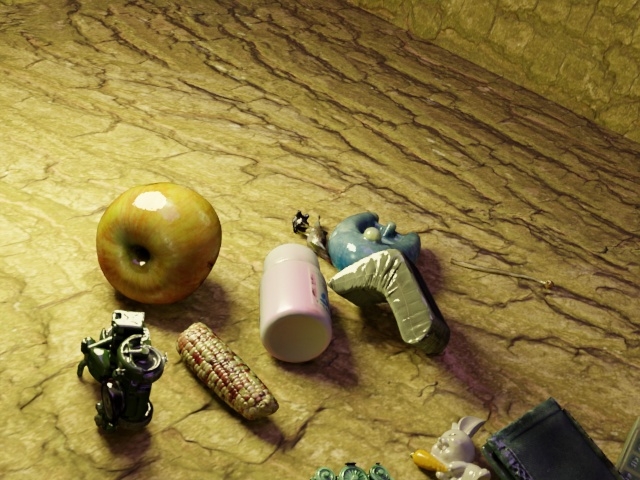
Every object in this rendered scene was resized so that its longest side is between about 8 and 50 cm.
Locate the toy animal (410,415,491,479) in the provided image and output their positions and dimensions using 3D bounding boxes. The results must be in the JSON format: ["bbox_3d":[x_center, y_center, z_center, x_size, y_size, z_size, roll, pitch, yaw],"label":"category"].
[{"bbox_3d":[0.257,0.409,1.662,0.127,0.131,0.181,34,28,-36],"label":"toy animal"}]

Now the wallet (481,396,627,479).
[{"bbox_3d":[0.470,0.468,1.608,0.237,0.075,0.342,-19,61,-41],"label":"wallet"}]

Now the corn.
[{"bbox_3d":[-0.182,0.257,1.683,0.253,0.086,0.086,39,39,27],"label":"corn"}]

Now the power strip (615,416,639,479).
[{"bbox_3d":[0.642,0.457,1.778,0.080,0.048,0.286,29,36,20],"label":"power strip"}]

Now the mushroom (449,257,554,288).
[{"bbox_3d":[0.473,0.084,2.288,0.286,0.028,0.026,14,75,-2],"label":"mushroom"}]

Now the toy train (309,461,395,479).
[{"bbox_3d":[0.055,0.447,1.516,0.178,0.071,0.104,3,46,-22],"label":"toy train"}]

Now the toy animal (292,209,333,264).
[{"bbox_3d":[-0.010,-0.005,2.166,0.105,0.070,0.202,15,27,-31],"label":"toy animal"}]

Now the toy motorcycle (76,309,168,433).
[{"bbox_3d":[-0.355,0.216,1.559,0.127,0.205,0.275,0,42,-22],"label":"toy motorcycle"}]

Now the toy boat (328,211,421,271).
[{"bbox_3d":[0.141,-0.006,2.145,0.215,0.123,0.330,28,24,16],"label":"toy boat"}]

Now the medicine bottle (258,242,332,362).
[{"bbox_3d":[-0.056,0.127,1.868,0.152,0.152,0.254,10,33,-10],"label":"medicine bottle"}]

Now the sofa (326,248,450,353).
[{"bbox_3d":[0.156,0.154,1.906,0.225,0.176,0.210,65,10,20],"label":"sofa"}]

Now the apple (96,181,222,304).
[{"bbox_3d":[-0.334,0.000,1.854,0.264,0.264,0.264,11,33,-8],"label":"apple"}]
